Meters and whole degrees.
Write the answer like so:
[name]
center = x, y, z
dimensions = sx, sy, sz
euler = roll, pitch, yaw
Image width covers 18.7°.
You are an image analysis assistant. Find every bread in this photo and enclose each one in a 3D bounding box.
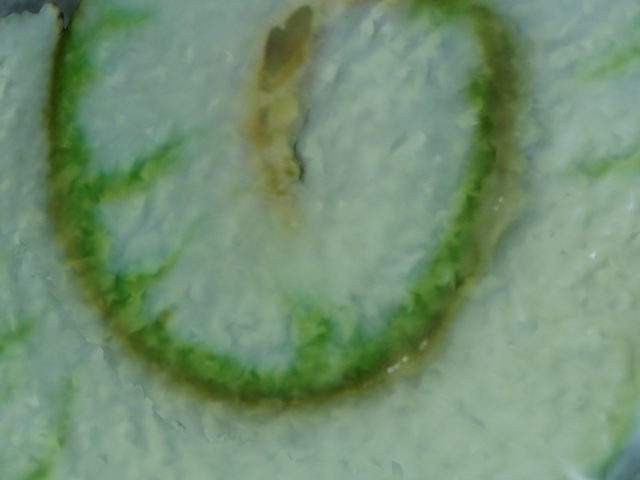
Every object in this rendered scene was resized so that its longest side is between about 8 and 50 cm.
[bread]
center = 0.000, 0.000, 0.815
dimensions = 0.382, 0.129, 0.366
euler = 11, 78, 16
